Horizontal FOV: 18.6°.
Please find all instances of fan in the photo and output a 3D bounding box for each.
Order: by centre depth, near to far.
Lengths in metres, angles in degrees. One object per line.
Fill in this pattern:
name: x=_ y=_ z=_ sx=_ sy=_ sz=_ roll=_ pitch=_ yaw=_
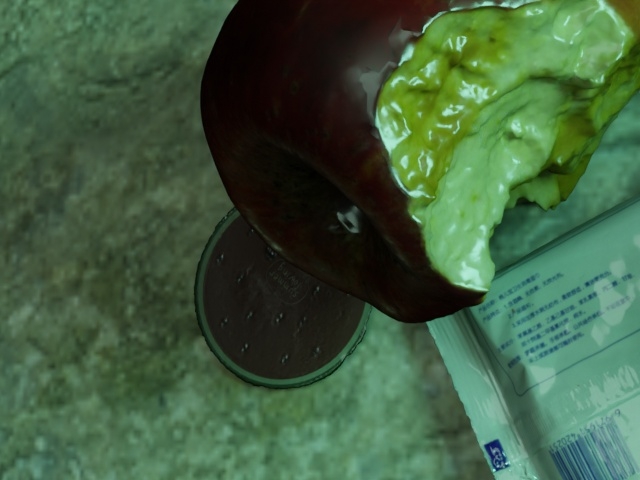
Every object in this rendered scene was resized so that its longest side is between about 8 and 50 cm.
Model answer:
fan: x=0.000 y=0.000 z=0.799 sx=0.085 sy=0.005 sz=0.133 roll=43 pitch=101 yaw=25

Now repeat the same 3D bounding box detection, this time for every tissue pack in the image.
tissue pack: x=0.138 y=0.030 z=0.716 sx=0.193 sy=0.026 sz=0.123 roll=-30 pitch=71 yaw=18

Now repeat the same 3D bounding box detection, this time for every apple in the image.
apple: x=0.041 y=-0.063 z=0.712 sx=0.147 sy=0.156 sz=0.158 roll=32 pitch=67 yaw=25
